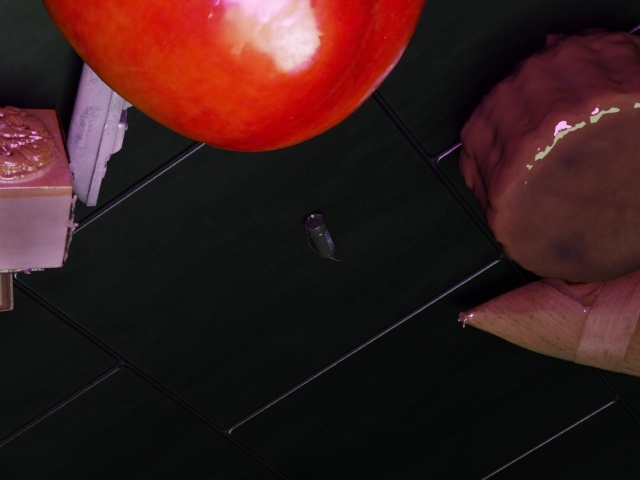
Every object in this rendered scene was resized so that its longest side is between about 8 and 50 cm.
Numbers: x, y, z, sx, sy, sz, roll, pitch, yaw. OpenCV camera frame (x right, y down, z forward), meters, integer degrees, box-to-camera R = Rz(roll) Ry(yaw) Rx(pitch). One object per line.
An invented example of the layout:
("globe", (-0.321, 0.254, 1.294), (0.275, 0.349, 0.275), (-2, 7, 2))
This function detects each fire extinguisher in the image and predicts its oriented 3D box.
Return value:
("fire extinguisher", (0.000, 0.000, 1.812), (0.038, 0.025, 0.083), (6, 145, 24))

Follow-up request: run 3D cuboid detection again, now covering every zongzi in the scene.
("zongzi", (0.494, 0.103, 1.849), (0.466, 0.218, 0.500), (-5, 175, -20))

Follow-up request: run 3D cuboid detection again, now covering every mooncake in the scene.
("mooncake", (0.344, -0.109, 1.734), (0.324, 0.187, 0.324), (-11, 135, -11))

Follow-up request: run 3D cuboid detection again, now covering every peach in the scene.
("peach", (-0.064, -0.284, 1.247), (0.388, 0.388, 0.388), (-13, 137, -12))

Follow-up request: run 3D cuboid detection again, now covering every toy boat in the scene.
("toy boat", (-0.232, -0.141, 1.522), (0.085, 0.078, 0.261), (11, 128, -13))

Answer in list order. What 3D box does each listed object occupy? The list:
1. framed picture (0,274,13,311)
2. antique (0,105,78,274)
("framed picture", (-0.486, 0.039, 1.644), (0.231, 0.010, 0.173), (-6, 135, -18))
("antique", (-0.352, -0.062, 1.502), (0.151, 0.147, 0.148), (-2, 132, -21))
